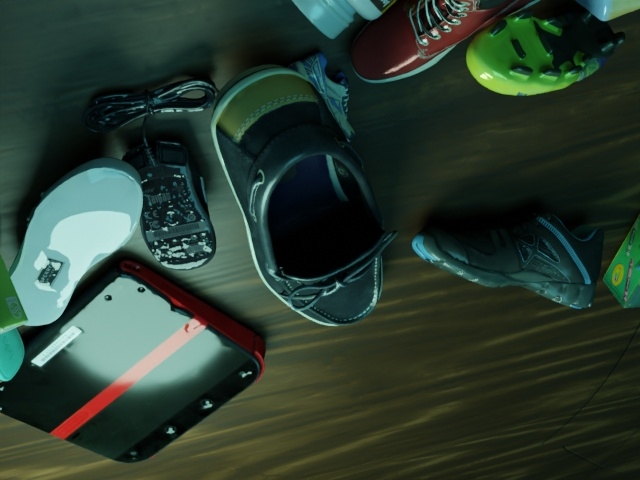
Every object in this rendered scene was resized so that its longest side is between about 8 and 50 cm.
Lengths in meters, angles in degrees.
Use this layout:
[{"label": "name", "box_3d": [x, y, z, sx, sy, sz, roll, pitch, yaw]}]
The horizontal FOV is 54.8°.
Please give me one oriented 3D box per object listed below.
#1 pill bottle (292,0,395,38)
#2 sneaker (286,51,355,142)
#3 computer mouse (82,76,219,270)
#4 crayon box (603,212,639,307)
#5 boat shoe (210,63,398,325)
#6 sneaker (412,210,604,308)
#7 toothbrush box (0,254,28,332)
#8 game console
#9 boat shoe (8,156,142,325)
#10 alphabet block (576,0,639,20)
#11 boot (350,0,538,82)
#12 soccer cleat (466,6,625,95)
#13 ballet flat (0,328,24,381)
[{"label": "pill bottle", "box_3d": [0.063, -0.313, 0.632, 0.215, 0.117, 0.117, -40, 128, 20]}, {"label": "sneaker", "box_3d": [0.017, -0.180, 0.781, 0.058, 0.052, 0.135, -35, 132, 7]}, {"label": "computer mouse", "box_3d": [-0.169, -0.090, 0.806, 0.184, 0.060, 0.262, -16, 121, 4]}, {"label": "crayon box", "box_3d": [0.636, -0.009, 1.073, 0.165, 0.081, 0.279, -2, 130, -13]}, {"label": "boat shoe", "box_3d": [0.000, 0.000, 0.825, 0.186, 0.156, 0.500, -29, 143, -6]}, {"label": "sneaker", "box_3d": [0.307, 0.009, 1.001, 0.340, 0.125, 0.140, 12, 98, -20]}, {"label": "toothbrush box", "box_3d": [-0.482, 0.006, 0.656, 0.206, 0.122, 0.283, -24, 91, 5]}, {"label": "game console", "box_3d": [-0.321, 0.224, 1.043, 0.386, 0.060, 0.342, -38, 123, 17]}, {"label": "boat shoe", "box_3d": [-0.319, -0.012, 0.795, 0.113, 0.105, 0.306, 20, 129, -27]}, {"label": "alphabet block", "box_3d": [0.329, -0.369, 0.610, 0.197, 0.192, 0.193, -19, 134, 3]}, {"label": "boot", "box_3d": [0.117, -0.240, 0.647, 0.244, 0.176, 0.088, -23, 96, 28]}, {"label": "soccer cleat", "box_3d": [0.249, -0.205, 0.717, 0.289, 0.093, 0.121, -26, 174, -40]}, {"label": "ballet flat", "box_3d": [-0.496, 0.067, 0.833, 0.124, 0.116, 0.342, 11, 133, 0]}]
